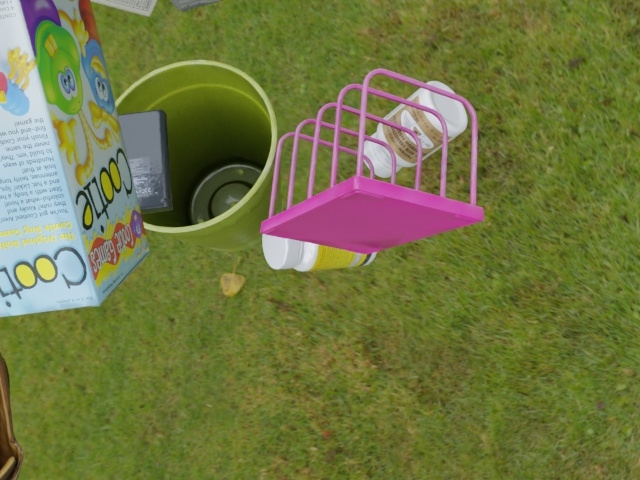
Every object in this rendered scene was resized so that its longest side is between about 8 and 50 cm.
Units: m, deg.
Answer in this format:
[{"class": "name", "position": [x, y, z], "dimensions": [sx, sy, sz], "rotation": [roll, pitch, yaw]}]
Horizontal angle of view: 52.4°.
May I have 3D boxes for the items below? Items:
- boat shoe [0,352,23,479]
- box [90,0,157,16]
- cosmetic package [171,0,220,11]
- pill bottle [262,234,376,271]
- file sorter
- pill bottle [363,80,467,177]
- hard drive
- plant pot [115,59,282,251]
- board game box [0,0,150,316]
[{"class": "boat shoe", "position": [-0.186, 0.120, 0.326], "dimensions": [0.060, 0.064, 0.178], "rotation": [13, 105, 32]}, {"class": "box", "position": [-0.407, -0.485, 1.037], "dimensions": [0.148, 0.311, 0.121], "rotation": [-49, 50, 38]}, {"class": "cosmetic package", "position": [-0.129, -0.328, 0.619], "dimensions": [0.127, 0.238, 0.107], "rotation": [-13, 85, 9]}, {"class": "pill bottle", "position": [0.000, 0.000, 1.277], "dimensions": [0.119, 0.208, 0.119], "rotation": [10, 102, 57]}, {"class": "file sorter", "position": [0.068, -0.104, 0.963], "dimensions": [0.290, 0.202, 0.182], "rotation": [-20, 62, 60]}, {"class": "pill bottle", "position": [0.201, -0.239, 1.450], "dimensions": [0.229, 0.131, 0.131], "rotation": [-35, 64, 43]}, {"class": "hard drive", "position": [-0.245, -0.101, 0.849], "dimensions": [0.094, 0.022, 0.135], "rotation": [-7, 78, 2]}, {"class": "plant pot", "position": [-0.233, -0.136, 1.415], "dimensions": [0.366, 0.353, 0.366], "rotation": [-3, 72, 9]}, {"class": "board game box", "position": [-0.261, -0.089, 0.554], "dimensions": [0.144, 0.142, 0.275], "rotation": [-7, 106, 5]}]
